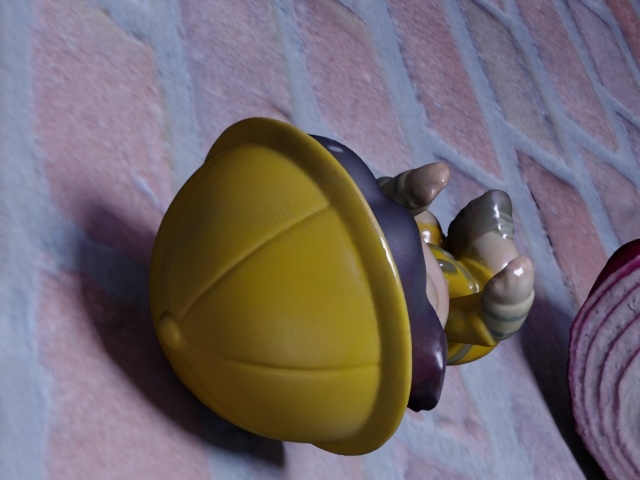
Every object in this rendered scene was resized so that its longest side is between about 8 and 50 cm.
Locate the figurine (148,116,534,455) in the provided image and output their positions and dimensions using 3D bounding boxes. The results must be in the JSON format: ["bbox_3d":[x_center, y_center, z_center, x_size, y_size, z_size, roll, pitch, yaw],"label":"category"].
[{"bbox_3d":[0.016,0.030,0.974,0.192,0.167,0.257,35,15,35],"label":"figurine"}]

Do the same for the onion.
[{"bbox_3d":[0.300,0.108,1.307,0.207,0.216,0.206,26,10,-49],"label":"onion"}]
